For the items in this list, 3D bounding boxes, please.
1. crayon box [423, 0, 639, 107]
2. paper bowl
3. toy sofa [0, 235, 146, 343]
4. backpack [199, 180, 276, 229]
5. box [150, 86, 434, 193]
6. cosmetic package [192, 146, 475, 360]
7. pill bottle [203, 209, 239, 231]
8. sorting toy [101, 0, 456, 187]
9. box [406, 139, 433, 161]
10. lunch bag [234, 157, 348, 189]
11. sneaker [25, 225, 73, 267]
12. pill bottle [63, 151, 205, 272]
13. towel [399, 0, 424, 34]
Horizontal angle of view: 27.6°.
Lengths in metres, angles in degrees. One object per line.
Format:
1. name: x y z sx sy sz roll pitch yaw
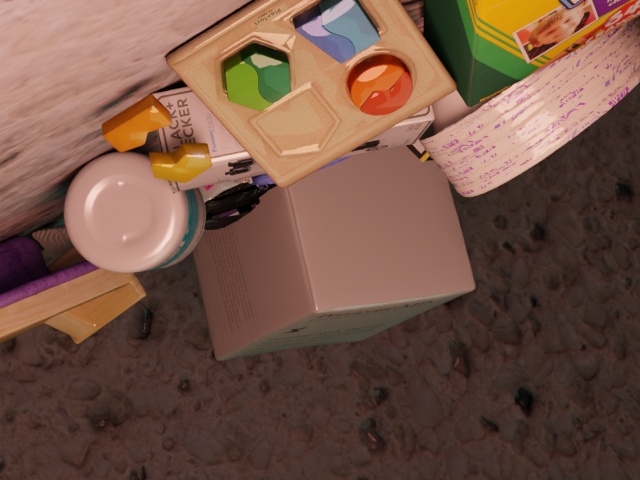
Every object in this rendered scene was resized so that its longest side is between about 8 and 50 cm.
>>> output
1. crayon box: 0.275 -0.303 1.212 0.363 0.106 0.313 -29 164 -5
2. paper bowl: 0.232 -0.189 1.486 0.284 0.148 0.284 -37 -172 6
3. toy sofa: -0.404 0.075 1.636 0.150 0.177 0.362 -35 175 31
4. backpack: -0.143 -0.093 1.896 0.182 0.115 0.152 -27 166 -41
5. box: -0.034 -0.131 1.427 0.290 0.087 0.169 -12 175 -4
6. cosmetic package: 0.000 0.000 2.296 0.329 0.327 0.394 -6 166 -31
7. pill bottle: -0.192 -0.066 2.002 0.193 0.108 0.108 -28 178 -45
8. sorting toy: -0.042 -0.133 1.267 0.307 0.041 0.229 -29 136 15
9. box: 0.257 -0.233 1.926 0.257 0.079 0.322 -49 167 17
10. lunch bag: 0.017 -0.156 1.679 0.303 0.115 0.243 -23 -171 -10
11. sneaker: -0.379 0.026 1.923 0.235 0.094 0.153 -29 180 29
12. pill bottle: -0.226 -0.034 1.652 0.146 0.146 0.264 -29 179 2
13. towel: 0.118 -0.265 1.506 0.332 0.053 0.317 -26 -176 -29
